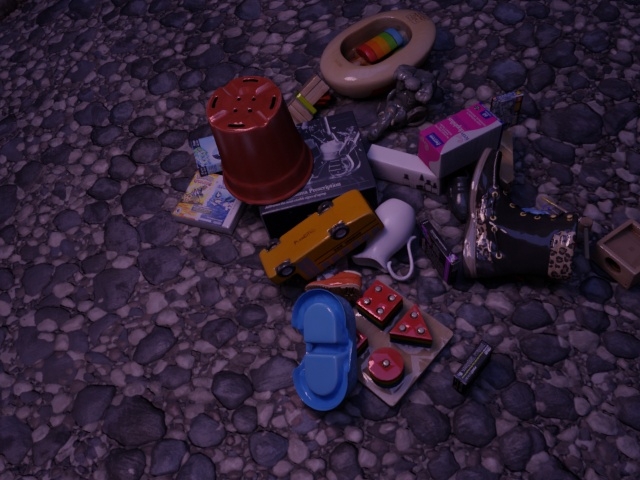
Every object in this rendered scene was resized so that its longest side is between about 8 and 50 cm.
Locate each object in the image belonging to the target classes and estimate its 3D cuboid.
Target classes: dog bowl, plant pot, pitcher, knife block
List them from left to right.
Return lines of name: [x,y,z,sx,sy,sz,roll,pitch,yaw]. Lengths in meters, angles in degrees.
plant pot: [-0.174,-0.282,1.581,0.272,0.265,0.272,-5,58,8]
dog bowl: [0.015,0.271,1.460,0.166,0.074,0.297,-5,83,35]
pitcher: [0.210,0.000,1.651,0.178,0.125,0.207,27,76,8]
knife block: [0.464,-0.263,1.783,0.242,0.088,0.275,3,59,11]

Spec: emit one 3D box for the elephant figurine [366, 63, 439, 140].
elephant figurine: [0.271,-0.442,1.902,0.186,0.239,0.169,14,41,-13]

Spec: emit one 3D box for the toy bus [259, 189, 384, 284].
toy bus: [0.000,0.000,1.592,0.333,0.130,0.108,-35,51,8]

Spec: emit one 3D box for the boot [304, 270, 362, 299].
boot: [0.038,0.120,1.577,0.158,0.059,0.084,-2,38,15]

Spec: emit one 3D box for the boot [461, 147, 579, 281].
boot: [0.545,-0.067,1.566,0.284,0.138,0.377,6,72,25]

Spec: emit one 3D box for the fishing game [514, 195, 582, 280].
fishing game: [0.589,-0.008,1.636,0.264,0.041,0.189,-46,55,-12]

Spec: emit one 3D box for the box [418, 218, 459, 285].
box: [0.326,0.031,1.606,0.029,0.116,0.162,-26,58,-10]

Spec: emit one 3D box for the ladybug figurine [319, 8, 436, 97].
ladybug figurine: [0.208,-0.637,2.010,0.449,0.162,0.305,-31,59,-10]

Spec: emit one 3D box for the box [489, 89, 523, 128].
box: [0.580,-0.405,1.823,0.094,0.137,0.027,-15,58,-1]

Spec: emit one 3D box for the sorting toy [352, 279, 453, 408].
sorting toy: [0.169,0.250,1.511,0.255,0.089,0.257,36,69,26]

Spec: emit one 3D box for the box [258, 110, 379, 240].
box: [-0.024,-0.191,1.762,0.343,0.179,0.312,-14,56,0]

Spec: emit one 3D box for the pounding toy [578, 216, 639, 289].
pounding toy: [0.775,0.027,1.553,0.181,0.094,0.206,-32,55,-9]

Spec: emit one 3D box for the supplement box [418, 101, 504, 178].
supplement box: [0.405,-0.291,1.684,0.220,0.114,0.111,-28,58,-11]

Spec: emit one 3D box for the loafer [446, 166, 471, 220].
loafer: [0.413,-0.160,1.732,0.076,0.078,0.223,-6,58,6]

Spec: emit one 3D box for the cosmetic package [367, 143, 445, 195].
cosmetic package: [0.261,-0.216,1.780,0.239,0.099,0.060,18,62,20]

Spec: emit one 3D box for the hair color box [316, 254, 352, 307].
hair color box: [0.037,0.115,1.637,0.093,0.053,0.167,-6,59,5]

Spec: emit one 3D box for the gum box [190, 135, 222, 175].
gum box: [-0.327,-0.296,1.929,0.184,0.041,0.157,-16,47,-8]

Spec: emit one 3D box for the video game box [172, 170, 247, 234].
video game box: [-0.339,-0.124,1.848,0.205,0.048,0.187,13,59,16]

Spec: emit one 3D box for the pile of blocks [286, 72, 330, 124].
pile of blocks: [-0.084,-0.404,1.963,0.112,0.149,0.362,42,79,-17]

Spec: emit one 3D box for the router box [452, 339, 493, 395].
router box: [0.377,0.316,1.436,0.038,0.092,0.122,34,69,25]
